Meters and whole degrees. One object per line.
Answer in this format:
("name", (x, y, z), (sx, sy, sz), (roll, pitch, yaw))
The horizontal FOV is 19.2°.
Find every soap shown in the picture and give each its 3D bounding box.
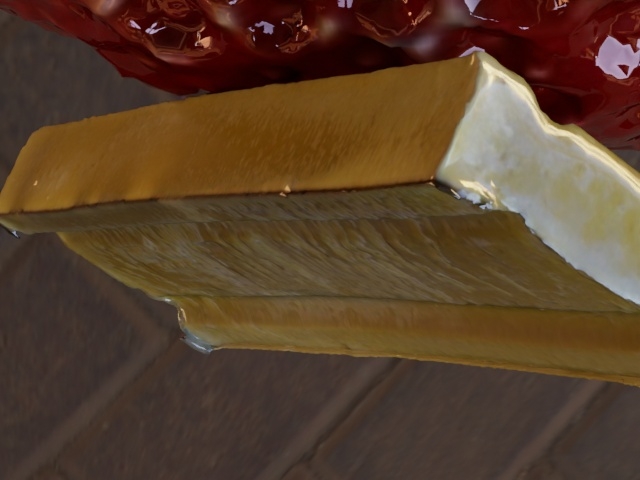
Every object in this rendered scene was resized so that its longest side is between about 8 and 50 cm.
("soap", (0.000, -0.001, 0.499), (0.092, 0.252, 0.037), (33, 73, -26))

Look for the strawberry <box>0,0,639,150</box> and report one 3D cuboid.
("strawberry", (0.028, -0.165, 0.523), (0.310, 0.292, 0.291), (6, 73, 20))
